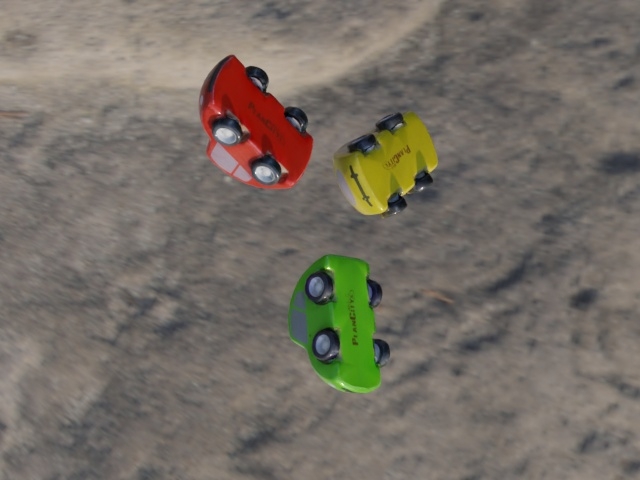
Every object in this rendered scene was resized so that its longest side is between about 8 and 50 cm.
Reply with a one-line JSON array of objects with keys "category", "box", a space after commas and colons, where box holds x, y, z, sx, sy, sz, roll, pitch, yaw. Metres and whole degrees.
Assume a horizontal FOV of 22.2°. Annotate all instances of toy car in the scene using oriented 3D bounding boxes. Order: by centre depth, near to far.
[{"category": "toy car", "box": [0.000, 0.000, 1.153, 0.239, 0.053, 0.225, 11, 68, -46]}]
